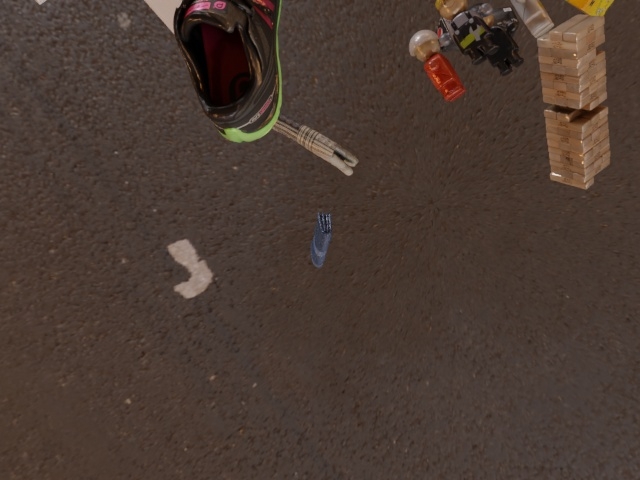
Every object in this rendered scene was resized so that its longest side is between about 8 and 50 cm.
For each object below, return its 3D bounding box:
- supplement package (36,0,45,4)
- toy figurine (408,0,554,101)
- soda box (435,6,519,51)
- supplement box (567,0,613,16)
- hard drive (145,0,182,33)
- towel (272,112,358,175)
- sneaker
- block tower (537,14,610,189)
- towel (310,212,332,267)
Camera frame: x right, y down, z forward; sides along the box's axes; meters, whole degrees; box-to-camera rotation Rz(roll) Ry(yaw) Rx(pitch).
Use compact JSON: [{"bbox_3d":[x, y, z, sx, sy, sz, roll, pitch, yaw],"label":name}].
[{"bbox_3d":[-0.492,-0.582,1.076,0.199,0.263,0.198,-42,66,-13],"label":"supplement package"},{"bbox_3d":[0.282,-0.376,1.182,0.213,0.209,0.148,-27,80,-14],"label":"toy figurine"},{"bbox_3d":[0.339,-0.458,1.433,0.168,0.060,0.053,-11,66,-11],"label":"soda box"},{"bbox_3d":[0.598,-0.739,1.654,0.356,0.195,0.194,44,119,21],"label":"supplement box"},{"bbox_3d":[-0.296,-0.590,1.723,0.353,0.047,0.233,48,132,0],"label":"hard drive"},{"bbox_3d":[-0.066,-0.261,1.608,0.312,0.324,0.056,30,97,12],"label":"towel"},{"bbox_3d":[-0.166,-0.427,1.201,0.185,0.202,0.483,-9,91,12],"label":"sneaker"},{"bbox_3d":[0.512,-0.274,1.325,0.097,0.091,0.335,-33,126,-23],"label":"block tower"},{"bbox_3d":[0.000,0.000,1.412,0.029,0.119,0.067,4,49,-11],"label":"towel"}]
